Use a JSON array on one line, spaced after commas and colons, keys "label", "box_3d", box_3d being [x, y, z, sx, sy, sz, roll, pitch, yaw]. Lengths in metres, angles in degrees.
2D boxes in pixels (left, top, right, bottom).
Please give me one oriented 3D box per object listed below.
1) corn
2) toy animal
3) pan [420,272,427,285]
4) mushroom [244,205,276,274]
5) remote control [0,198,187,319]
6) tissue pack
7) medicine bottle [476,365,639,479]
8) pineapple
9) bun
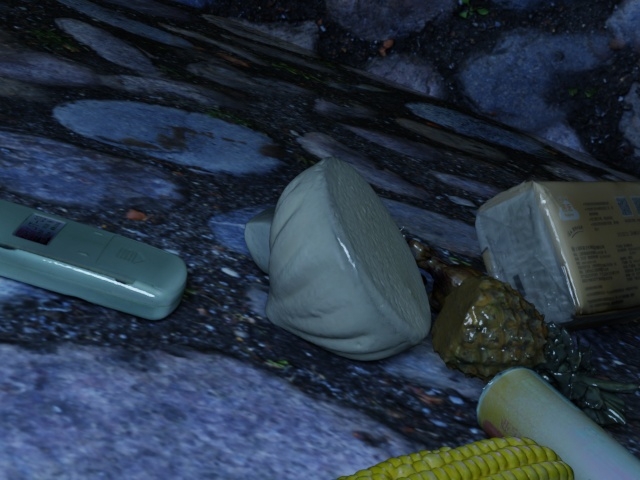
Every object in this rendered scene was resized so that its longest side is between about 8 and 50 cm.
[{"label": "corn", "box_3d": [0.085, 0.235, 0.802, 0.347, 0.130, 0.130, -3, 27, -38]}, {"label": "toy animal", "box_3d": [0.181, 0.064, 1.392, 0.179, 0.089, 0.188, 40, -6, -1]}, {"label": "pan", "box_3d": [0.119, 0.063, 1.472, 0.068, 0.023, 0.115, 23, 17, 13]}, {"label": "mushroom", "box_3d": [0.000, 0.000, 1.424, 0.118, 0.103, 0.270, 15, 10, 39]}, {"label": "remote control", "box_3d": [-0.303, 0.017, 1.170, 0.296, 0.056, 0.140, 18, 20, -5]}, {"label": "tissue pack", "box_3d": [0.367, 0.038, 1.533, 0.305, 0.238, 0.238, -3, 28, -45]}, {"label": "medicine bottle", "box_3d": [0.305, 0.268, 0.956, 0.108, 0.108, 0.426, 7, 20, -29]}, {"label": "pineapple", "box_3d": [0.260, 0.144, 1.199, 0.248, 0.128, 0.128, 30, 17, -10]}, {"label": "bun", "box_3d": [0.007, 0.044, 1.231, 0.263, 0.175, 0.263, 52, 19, -26]}]
